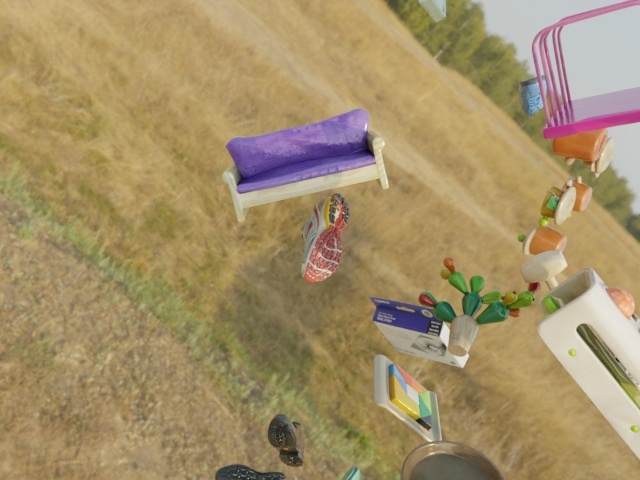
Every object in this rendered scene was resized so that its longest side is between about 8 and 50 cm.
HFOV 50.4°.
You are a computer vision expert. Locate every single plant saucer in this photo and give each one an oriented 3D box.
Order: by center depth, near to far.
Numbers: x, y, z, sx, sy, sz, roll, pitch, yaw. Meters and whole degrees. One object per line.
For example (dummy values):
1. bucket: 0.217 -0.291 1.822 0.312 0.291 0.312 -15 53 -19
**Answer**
1. plant saucer: 0.150 -0.336 0.902 0.192 0.018 0.067 -31 122 -70
2. plant saucer: 0.339 0.630 1.727 0.278 0.041 0.278 5 33 -3

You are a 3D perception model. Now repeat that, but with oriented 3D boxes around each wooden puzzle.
1. wooden puzzle: 0.258 0.458 1.993 0.238 0.044 0.221 36 26 -15

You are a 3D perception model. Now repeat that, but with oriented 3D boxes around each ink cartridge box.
1. ink cartridge box: 0.249 0.241 1.784 0.223 0.045 0.224 7 -34 43

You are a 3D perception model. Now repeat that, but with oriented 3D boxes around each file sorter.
1. file sorter: 0.493 -0.307 1.167 0.290 0.202 0.182 -37 115 -57

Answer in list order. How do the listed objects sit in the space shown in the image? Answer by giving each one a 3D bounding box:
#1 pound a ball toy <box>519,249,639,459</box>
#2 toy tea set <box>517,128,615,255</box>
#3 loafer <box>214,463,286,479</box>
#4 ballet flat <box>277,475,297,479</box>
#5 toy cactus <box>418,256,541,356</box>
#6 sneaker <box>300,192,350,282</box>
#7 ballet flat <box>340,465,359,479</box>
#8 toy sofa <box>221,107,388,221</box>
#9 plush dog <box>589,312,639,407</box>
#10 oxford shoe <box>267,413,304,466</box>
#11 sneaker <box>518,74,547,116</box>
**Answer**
1. pound a ball toy: 0.459 0.153 1.067 0.319 0.136 0.208 52 23 1
2. toy tea set: 0.520 -0.125 1.495 0.124 0.336 0.200 26 -4 32
3. loafer: -0.185 0.631 1.757 0.223 0.078 0.076 23 38 -38
4. ballet flat: -0.025 0.544 1.382 0.316 0.106 0.108 0 -79 66
5. toy cactus: 0.265 0.119 1.197 0.180 0.219 0.112 -61 146 -40
6. sneaker: 0.000 0.000 1.552 0.088 0.092 0.225 43 50 -32
7. ballet flat: 0.058 0.760 1.994 0.087 0.247 0.083 42 21 4
8. toy sofa: -0.037 -0.175 1.538 0.150 0.362 0.177 -97 175 -75
9. plush dog: 0.758 0.333 1.709 0.262 0.225 0.210 39 -12 6
10. oxford shoe: -0.095 0.543 1.917 0.227 0.082 0.096 78 16 -45
11. sneaker: 0.518 -0.347 1.642 0.209 0.069 0.082 -11 91 -76
